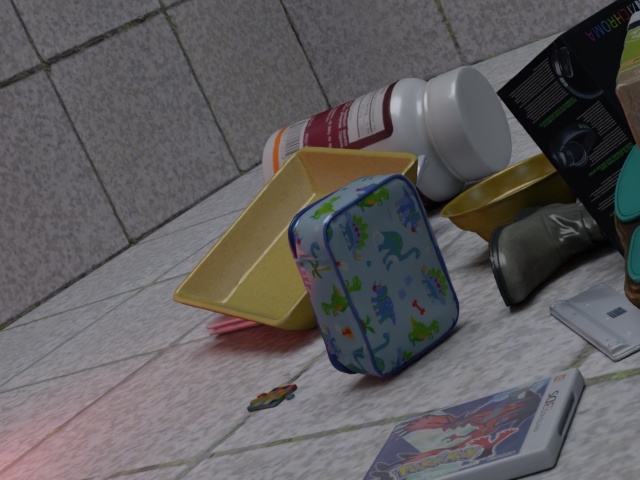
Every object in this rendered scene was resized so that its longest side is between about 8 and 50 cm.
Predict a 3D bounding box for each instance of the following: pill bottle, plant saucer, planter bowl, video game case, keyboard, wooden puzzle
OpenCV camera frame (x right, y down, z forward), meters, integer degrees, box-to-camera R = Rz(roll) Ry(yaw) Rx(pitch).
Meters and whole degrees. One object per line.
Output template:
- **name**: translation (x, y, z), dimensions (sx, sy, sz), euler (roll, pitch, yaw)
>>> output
- **pill bottle**: translation (0.115, -0.149, 2.670), dimensions (0.392, 0.224, 0.224), euler (-19, 12, 30)
- **plant saucer**: translation (-0.024, 0.008, 2.305), dimensions (0.333, 0.081, 0.333), euler (-50, 28, -19)
- **planter bowl**: translation (0.280, -0.045, 2.110), dimensions (0.217, 0.090, 0.217), euler (-27, 9, 4)
- **video game case**: translation (0.138, 0.189, 1.443), dimensions (0.201, 0.023, 0.183), euler (-21, 11, 24)
- **keyboard**: translation (0.305, 0.082, 1.633), dimensions (0.072, 0.014, 0.256), euler (-20, 10, -3)
- **wooden puzzle**: translation (-0.061, 0.197, 1.934), dimensions (0.083, 0.006, 0.049), euler (-16, 13, 41)

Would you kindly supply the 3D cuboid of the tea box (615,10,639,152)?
- **tea box**: translation (0.380, -0.036, 1.135), dimensions (0.220, 0.329, 0.323), euler (-21, 10, 17)

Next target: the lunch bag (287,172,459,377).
- **lunch bag**: translation (0.067, 0.040, 1.824), dimensions (0.176, 0.219, 0.090), euler (-34, 20, -36)

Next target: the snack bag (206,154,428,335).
- **snack bag**: translation (0.000, 0.000, 2.425), dimensions (0.323, 0.037, 0.342), euler (-16, 33, 42)

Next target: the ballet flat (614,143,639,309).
- **ballet flat**: translation (0.364, 0.002, 1.547), dimensions (0.116, 0.124, 0.342), euler (-28, 19, 20)

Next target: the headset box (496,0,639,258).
- **headset box**: translation (0.392, -0.137, 1.808), dimensions (0.246, 0.283, 0.131), euler (-32, -6, -39)

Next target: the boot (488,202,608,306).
- **boot**: translation (0.306, -0.005, 1.894), dimensions (0.161, 0.083, 0.246), euler (-14, 15, 26)
